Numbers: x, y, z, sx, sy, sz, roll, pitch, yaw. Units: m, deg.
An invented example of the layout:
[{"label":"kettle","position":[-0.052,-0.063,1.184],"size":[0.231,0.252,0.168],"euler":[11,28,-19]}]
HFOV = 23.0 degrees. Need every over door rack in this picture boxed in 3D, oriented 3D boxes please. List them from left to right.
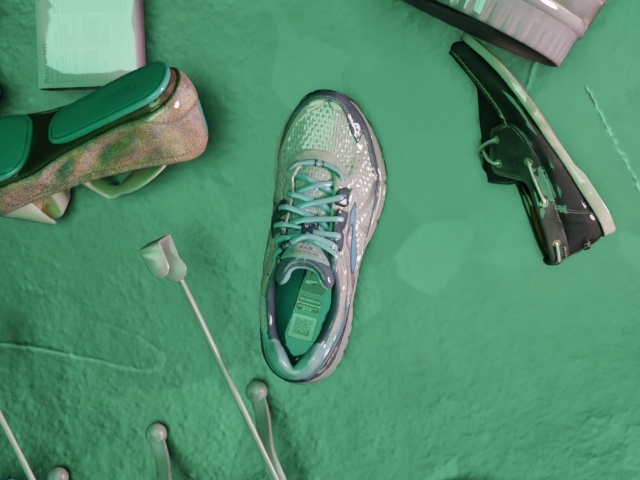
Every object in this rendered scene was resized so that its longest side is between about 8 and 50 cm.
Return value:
[{"label":"over door rack","position":[-0.178,0.166,1.485],"size":[0.239,0.108,0.324],"euler":[-24,108,6]}]

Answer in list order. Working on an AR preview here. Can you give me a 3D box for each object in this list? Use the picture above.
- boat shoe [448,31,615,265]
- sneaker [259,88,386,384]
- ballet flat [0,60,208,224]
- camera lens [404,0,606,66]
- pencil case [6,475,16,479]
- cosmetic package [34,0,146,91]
[{"label":"boat shoe","position":[0.182,-0.086,1.463],"size":[0.079,0.084,0.233],"euler":[-32,93,6]},{"label":"sneaker","position":[0.000,0.000,1.464],"size":[0.110,0.122,0.283],"euler":[5,93,5]},{"label":"ballet flat","position":[-0.246,-0.071,1.486],"size":[0.316,0.107,0.106],"euler":[-14,133,24]},{"label":"camera lens","position":[0.182,-0.318,1.382],"size":[0.219,0.219,0.274],"euler":[26,95,3]},{"label":"pencil case","position":[-0.310,0.384,1.500],"size":[0.119,0.133,0.306],"euler":[-12,98,11]},{"label":"cosmetic package","position":[-0.222,-0.264,1.501],"size":[0.099,0.060,0.239],"euler":[-1,93,1]}]
